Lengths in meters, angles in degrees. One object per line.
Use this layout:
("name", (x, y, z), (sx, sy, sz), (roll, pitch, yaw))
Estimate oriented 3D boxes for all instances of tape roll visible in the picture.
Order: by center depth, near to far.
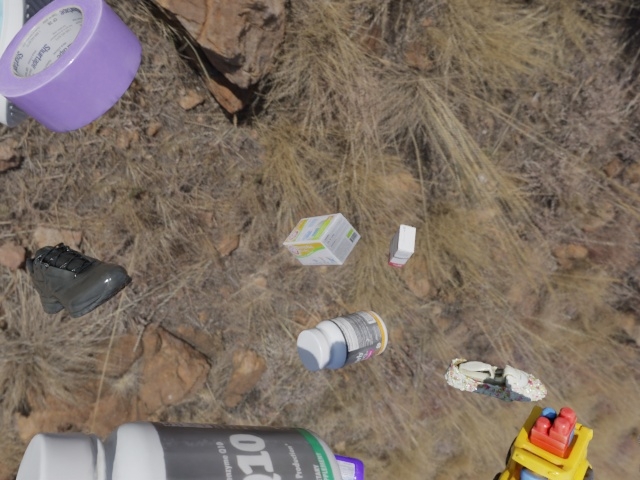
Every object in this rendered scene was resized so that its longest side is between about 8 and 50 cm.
("tape roll", (-0.352, -0.251, 0.703), (0.189, 0.189, 0.080), (-43, 145, 0))

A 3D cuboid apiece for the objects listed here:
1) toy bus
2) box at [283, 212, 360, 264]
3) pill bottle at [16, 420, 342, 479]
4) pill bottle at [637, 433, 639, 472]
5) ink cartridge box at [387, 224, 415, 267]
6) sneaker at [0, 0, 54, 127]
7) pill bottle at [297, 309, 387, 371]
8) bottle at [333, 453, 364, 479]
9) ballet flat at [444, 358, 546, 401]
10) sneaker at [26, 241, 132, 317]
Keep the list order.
("toy bus", (0.413, 0.413, 0.923), (0.220, 0.149, 0.211), (-34, 130, -38))
("box", (0.000, 0.000, 1.496), (0.103, 0.203, 0.114), (47, 63, -24))
("pill bottle", (-0.165, 0.330, 0.611), (0.361, 0.204, 0.204), (16, 112, -34))
("pill bottle", (0.660, 0.460, 0.911), (0.118, 0.208, 0.117), (1, 143, 1))
("ink cartridge box", (0.280, 0.021, 1.731), (0.056, 0.099, 0.135), (12, 154, -3))
("sneaker", (-0.541, -0.378, 0.851), (0.150, 0.135, 0.366), (27, 120, -1))
("pill bottle", (0.073, 0.331, 1.648), (0.278, 0.162, 0.162), (-8, 127, -37))
("bottle", (-0.014, 0.696, 1.523), (0.283, 0.092, 0.118), (15, 125, -6))
("ballet flat", (0.427, 0.338, 1.224), (0.241, 0.091, 0.077), (4, 125, 15))
("sneaker", (-0.466, 0.066, 0.929), (0.109, 0.286, 0.130), (-46, 120, -47))
